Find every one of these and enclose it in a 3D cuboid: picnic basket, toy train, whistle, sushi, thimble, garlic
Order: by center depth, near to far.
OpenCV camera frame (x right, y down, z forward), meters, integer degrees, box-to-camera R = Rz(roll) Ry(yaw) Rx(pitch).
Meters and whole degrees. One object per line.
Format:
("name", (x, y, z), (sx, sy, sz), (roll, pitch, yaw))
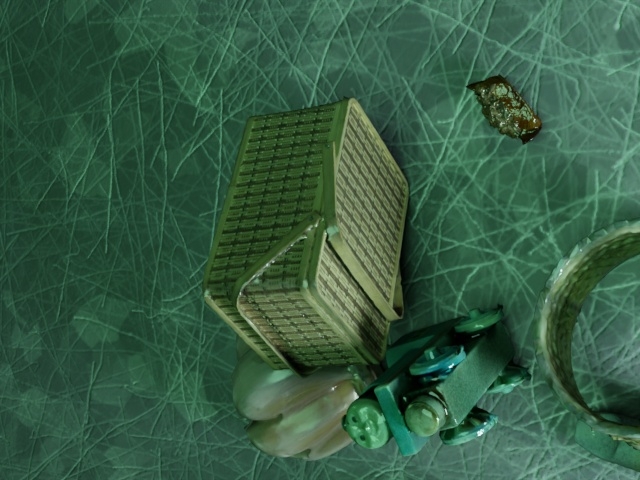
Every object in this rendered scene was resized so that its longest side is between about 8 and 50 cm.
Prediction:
("thimble", (0.401, 0.112, 1.082), (0.271, 0.150, 0.270), (-14, 66, 32))
("whistle", (0.437, 0.270, 1.170), (0.223, 0.123, 0.122), (8, 99, 43))
("toy train", (0.145, 0.183, 1.181), (0.194, 0.298, 0.120), (-21, 92, 31))
("picnic basket", (0.000, 0.000, 1.200), (0.175, 0.228, 0.312), (-6, 54, 26))
("sushi", (0.247, -0.178, 1.232), (0.055, 0.052, 0.120), (-39, 81, 7))
("garlic", (-0.027, 0.205, 1.363), (0.292, 0.210, 0.237), (-15, 123, 21))
